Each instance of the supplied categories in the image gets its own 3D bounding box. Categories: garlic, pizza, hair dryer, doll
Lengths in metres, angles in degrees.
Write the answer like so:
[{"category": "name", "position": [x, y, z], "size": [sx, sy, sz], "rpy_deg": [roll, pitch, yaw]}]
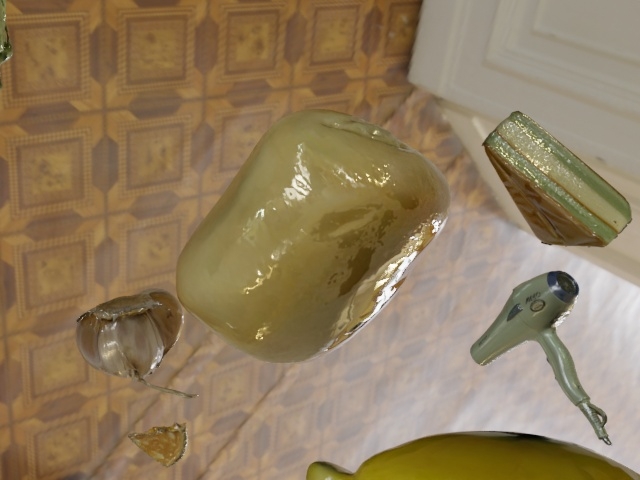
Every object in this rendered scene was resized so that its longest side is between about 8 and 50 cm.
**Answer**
[{"category": "garlic", "position": [-0.336, 0.188, 1.648], "size": [0.207, 0.257, 0.207], "rpy_deg": [-36, 148, -28]}, {"category": "pizza", "position": [-0.211, 0.258, 1.142], "size": [0.078, 0.025, 0.083], "rpy_deg": [21, 125, -8]}, {"category": "hair dryer", "position": [0.247, 0.148, 0.997], "size": [0.068, 0.199, 0.167], "rpy_deg": [-1, 159, -32]}, {"category": "doll", "position": [0.237, 0.248, 0.677], "size": [0.348, 0.423, 0.161], "rpy_deg": [18, 82, -46]}]

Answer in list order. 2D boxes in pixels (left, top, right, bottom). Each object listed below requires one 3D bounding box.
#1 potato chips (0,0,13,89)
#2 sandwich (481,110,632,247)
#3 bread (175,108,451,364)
[{"category": "potato chips", "position": [-0.594, -0.339, 1.373], "size": [0.429, 0.070, 0.358], "rpy_deg": [102, 5, -48]}, {"category": "sandwich", "position": [0.287, -0.076, 1.044], "size": [0.079, 0.113, 0.163], "rpy_deg": [-42, 112, -21]}, {"category": "bread", "position": [0.000, 0.000, 1.258], "size": [0.376, 0.253, 0.348], "rpy_deg": [-51, 149, 19]}]
